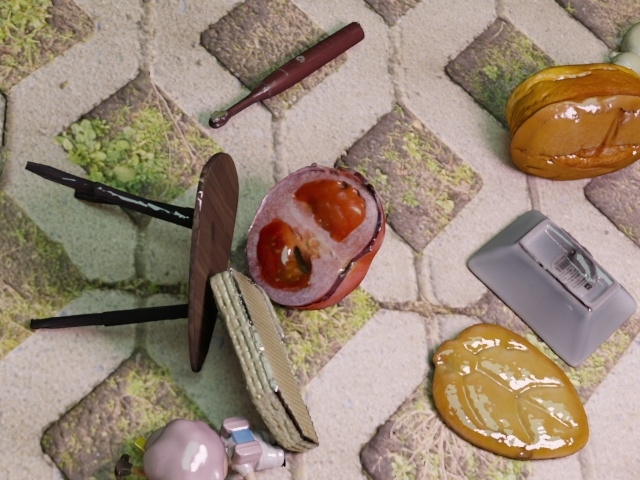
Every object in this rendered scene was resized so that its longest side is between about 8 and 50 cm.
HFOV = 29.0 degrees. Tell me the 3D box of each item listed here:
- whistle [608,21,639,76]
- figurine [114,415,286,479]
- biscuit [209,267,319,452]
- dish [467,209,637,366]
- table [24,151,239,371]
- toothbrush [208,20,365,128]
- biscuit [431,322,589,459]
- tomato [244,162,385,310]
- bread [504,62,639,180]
[{"bbox_3d":[0.589,-0.335,2.292,0.258,0.067,0.126,-31,69,-28],"label":"whistle"},{"bbox_3d":[-0.153,0.290,1.650,0.229,0.112,0.137,-3,53,-29],"label":"figurine"},{"bbox_3d":[-0.077,0.170,1.716,0.052,0.150,0.252,-26,71,9],"label":"biscuit"},{"bbox_3d":[0.381,0.056,1.968,0.182,0.080,0.243,-36,74,-32],"label":"dish"},{"bbox_3d":[-0.271,0.016,1.738,0.249,0.317,0.317,7,55,5],"label":"table"},{"bbox_3d":[-0.055,-0.279,2.089,0.041,0.041,0.364,44,57,14],"label":"toothbrush"},{"bbox_3d":[0.286,0.230,1.849,0.260,0.041,0.203,32,55,9],"label":"biscuit"},{"bbox_3d":[0.000,0.000,1.867,0.228,0.112,0.199,-45,62,2],"label":"tomato"},{"bbox_3d":[0.441,-0.196,2.082,0.270,0.195,0.142,-2,52,-12],"label":"bread"}]
